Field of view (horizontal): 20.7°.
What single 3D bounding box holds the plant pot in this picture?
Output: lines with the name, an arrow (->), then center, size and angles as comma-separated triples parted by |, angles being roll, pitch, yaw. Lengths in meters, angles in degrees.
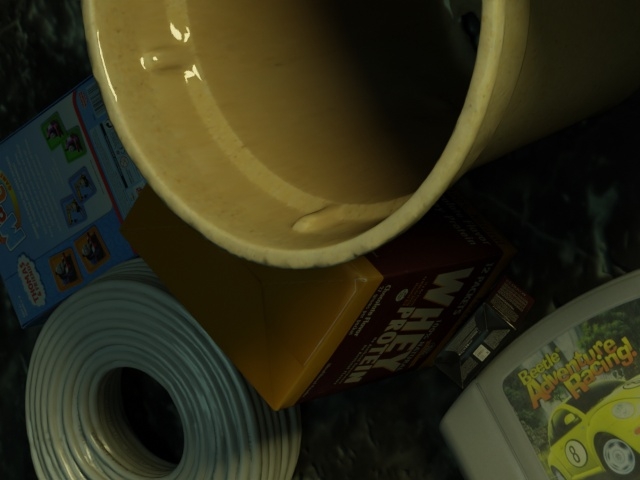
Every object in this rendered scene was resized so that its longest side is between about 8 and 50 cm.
plant pot -> 0.066, -0.171, 1.133 | 0.334, 0.305, 0.334 | 11, 106, 40

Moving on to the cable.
cable -> -0.139, 0.145, 1.468 | 0.257, 0.089, 0.257 | -29, 85, 35

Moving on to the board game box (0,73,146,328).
board game box -> -0.218, -0.036, 1.549 | 0.211, 0.039, 0.160 | -30, 79, 35

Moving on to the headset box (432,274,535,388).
headset box -> 0.120, 0.065, 1.278 | 0.032, 0.083, 0.062 | 41, 113, 3

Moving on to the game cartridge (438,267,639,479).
game cartridge -> 0.221, 0.131, 1.229 | 0.294, 0.060, 0.196 | -37, 70, 35

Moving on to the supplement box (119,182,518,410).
supplement box -> 0.000, 0.000, 1.288 | 0.191, 0.194, 0.129 | 47, 121, 23
